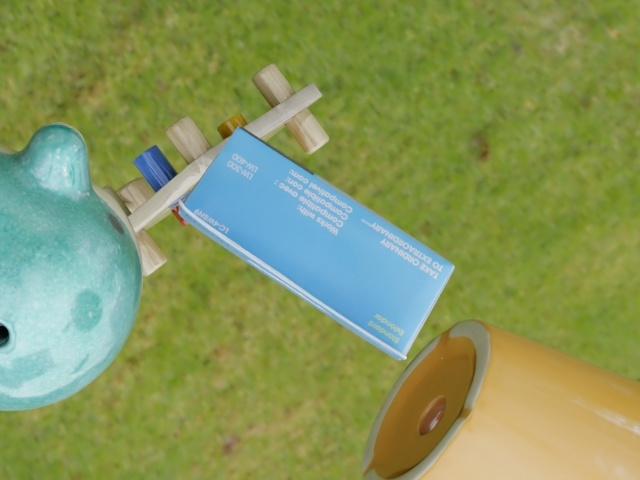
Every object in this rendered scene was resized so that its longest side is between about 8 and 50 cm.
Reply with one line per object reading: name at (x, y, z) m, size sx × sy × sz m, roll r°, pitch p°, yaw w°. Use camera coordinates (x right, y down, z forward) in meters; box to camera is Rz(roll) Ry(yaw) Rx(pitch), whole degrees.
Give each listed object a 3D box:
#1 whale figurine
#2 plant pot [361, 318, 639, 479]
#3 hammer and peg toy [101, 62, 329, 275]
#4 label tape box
whale figurine at (-0.245, 0.001, 1.071) m, size 0.216 × 0.141 × 0.272 m, roll -38°, pitch 109°, yaw 13°
plant pot at (0.136, 0.150, 0.989) m, size 0.188 × 0.205 × 0.205 m, roll 34°, pitch 111°, yaw -15°
hammer and peg toy at (-0.175, -0.060, 2.020) m, size 0.361 × 0.127 × 0.266 m, roll -36°, pitch -178°, yaw 42°
label tape box at (0.000, 0.000, 1.551) m, size 0.115 × 0.249 × 0.347 m, roll -57°, pitch 179°, yaw -2°
